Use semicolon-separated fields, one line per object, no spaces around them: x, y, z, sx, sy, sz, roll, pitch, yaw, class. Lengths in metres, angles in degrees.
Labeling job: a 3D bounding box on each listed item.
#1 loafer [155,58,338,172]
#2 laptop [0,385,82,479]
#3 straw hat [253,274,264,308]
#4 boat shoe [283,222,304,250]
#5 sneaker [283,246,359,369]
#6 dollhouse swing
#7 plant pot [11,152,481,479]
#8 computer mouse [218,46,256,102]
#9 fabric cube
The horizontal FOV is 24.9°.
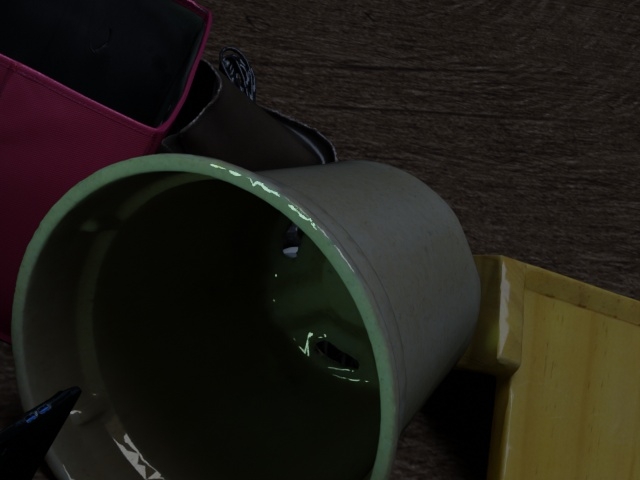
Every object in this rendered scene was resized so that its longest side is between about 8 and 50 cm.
-0.124;-0.109;1.499;0.366;0.130;0.134;15;59;-29;loafer
-0.216;0.249;0.834;0.136;0.234;0.264;40;31;11;laptop
-0.125;0.070;1.341;0.144;0.144;0.061;1;1;-42;straw hat
0.000;0.000;1.545;0.049;0.056;0.152;10;6;37;boat shoe
-0.006;0.098;1.409;0.132;0.086;0.228;-14;43;-45;sneaker
0.253;0.207;1.496;0.346;0.305;0.315;17;-8;-23;dollhouse swing
-0.025;0.066;1.187;0.334;0.334;0.305;40;29;14;plant pot
-0.171;-0.126;1.606;0.262;0.060;0.184;-5;66;-39;computer mouse
-0.276;-0.107;1.275;0.259;0.258;0.254;26;30;-9;fabric cube
